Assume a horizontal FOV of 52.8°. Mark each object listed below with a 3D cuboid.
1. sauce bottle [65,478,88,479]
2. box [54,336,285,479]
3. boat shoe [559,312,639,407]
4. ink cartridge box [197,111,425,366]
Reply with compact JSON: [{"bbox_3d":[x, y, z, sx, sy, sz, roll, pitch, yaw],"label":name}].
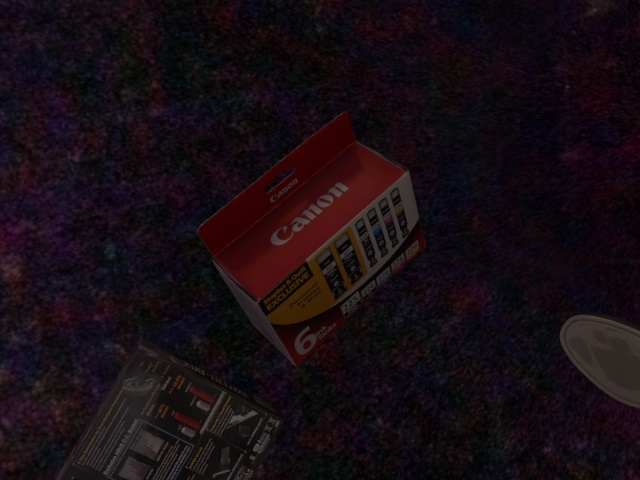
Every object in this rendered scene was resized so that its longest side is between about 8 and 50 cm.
[{"bbox_3d":[-0.165,0.136,0.194,0.111,0.344,0.111,-1,81,10],"label":"sauce bottle"},{"bbox_3d":[-0.233,0.332,0.928,0.242,0.076,0.307,31,83,-14],"label":"box"},{"bbox_3d":[0.520,0.203,0.967,0.335,0.095,0.112,27,108,14],"label":"boat shoe"},{"bbox_3d":[0.000,0.000,1.015,0.130,0.309,0.272,37,162,37],"label":"ink cartridge box"}]
